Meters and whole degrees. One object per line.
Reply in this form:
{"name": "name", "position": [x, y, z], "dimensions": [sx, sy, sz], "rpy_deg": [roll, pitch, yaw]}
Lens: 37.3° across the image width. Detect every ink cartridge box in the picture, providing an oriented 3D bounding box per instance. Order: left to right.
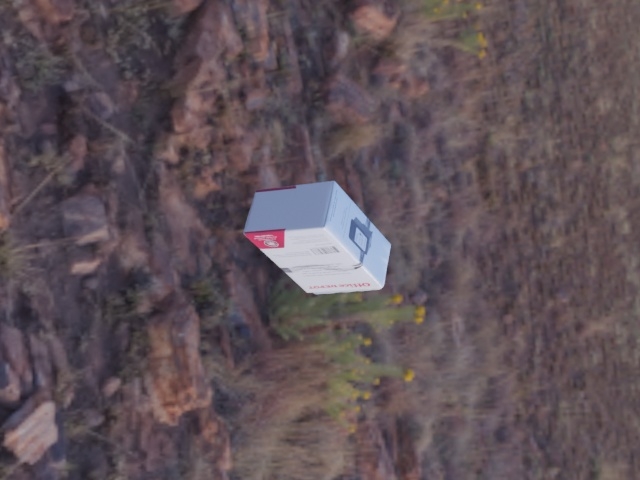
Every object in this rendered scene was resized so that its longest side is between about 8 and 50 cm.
{"name": "ink cartridge box", "position": [0.000, 0.000, 1.098], "dimensions": [0.150, 0.109, 0.063], "rpy_deg": [45, 48, -48]}
